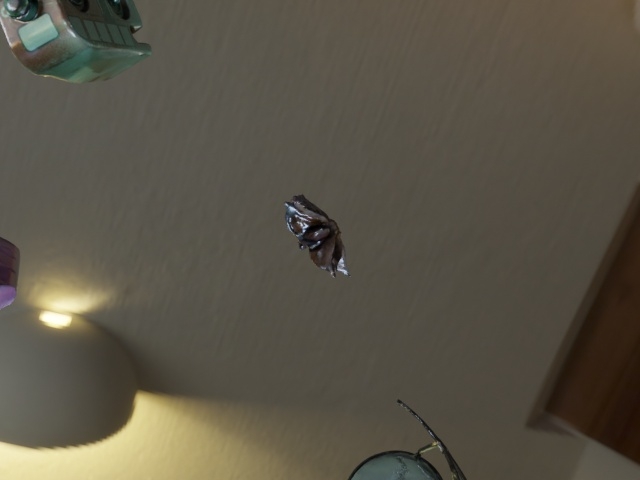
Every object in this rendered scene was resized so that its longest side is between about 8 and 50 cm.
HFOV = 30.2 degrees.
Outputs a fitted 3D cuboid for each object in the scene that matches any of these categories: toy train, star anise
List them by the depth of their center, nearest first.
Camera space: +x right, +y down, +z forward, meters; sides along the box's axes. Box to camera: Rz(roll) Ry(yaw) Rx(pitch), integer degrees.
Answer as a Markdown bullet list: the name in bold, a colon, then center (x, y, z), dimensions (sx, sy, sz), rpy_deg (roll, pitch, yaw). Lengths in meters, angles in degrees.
- **star anise**: center (0.000, -0.004, 1.494), dimensions (0.124, 0.056, 0.129), rpy_deg (57, -172, 3)
- **toy train**: center (-0.400, -0.343, 1.926), dimensions (0.159, 0.129, 0.326), rpy_deg (65, -163, 2)

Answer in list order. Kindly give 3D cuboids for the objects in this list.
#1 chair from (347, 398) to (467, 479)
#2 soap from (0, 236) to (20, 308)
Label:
- **chair**: center (0.109, 0.346, 1.586), dimensions (0.159, 0.170, 0.325), rpy_deg (59, 179, 27)
- **soap**: center (-0.430, 0.046, 1.270), dimensions (0.193, 0.109, 0.324), rpy_deg (27, -173, -16)
